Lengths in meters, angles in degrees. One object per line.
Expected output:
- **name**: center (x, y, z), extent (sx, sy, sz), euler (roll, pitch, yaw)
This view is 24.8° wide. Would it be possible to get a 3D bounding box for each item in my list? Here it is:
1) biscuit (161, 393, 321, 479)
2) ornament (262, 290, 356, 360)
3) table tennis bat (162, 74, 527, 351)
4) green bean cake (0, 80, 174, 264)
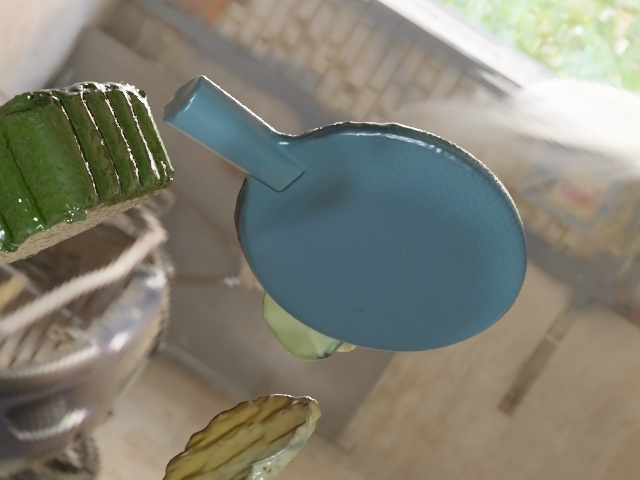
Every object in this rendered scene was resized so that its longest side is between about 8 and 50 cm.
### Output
- **biscuit**: center (-0.077, 0.210, 1.318), extent (0.118, 0.061, 0.183), euler (8, -134, 46)
- **ornament**: center (0.000, 0.000, 1.381), extent (0.059, 0.180, 0.201), euler (-11, 145, -41)
- **table tennis bat**: center (0.018, -0.020, 1.138), extent (0.215, 0.329, 0.044), euler (-39, -151, 32)
- **green bean cake**: center (-0.317, -0.070, 1.598), extent (0.246, 0.156, 0.250), euler (-23, -178, 25)
